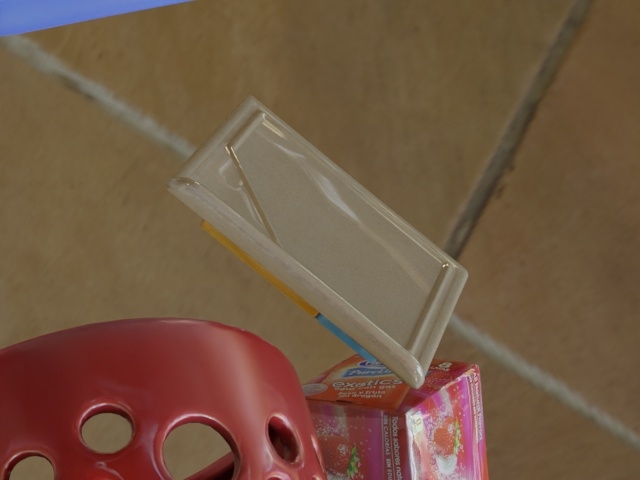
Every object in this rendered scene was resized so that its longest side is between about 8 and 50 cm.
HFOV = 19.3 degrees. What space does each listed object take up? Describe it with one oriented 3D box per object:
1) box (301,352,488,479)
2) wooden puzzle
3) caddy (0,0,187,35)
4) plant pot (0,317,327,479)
[{"bbox_3d":[0.058,0.230,1.509,0.128,0.122,0.257,-25,114,-55],"label":"box"},{"bbox_3d":[0.000,0.000,1.365,0.221,0.044,0.239,39,20,-3],"label":"wooden puzzle"},{"bbox_3d":[-0.121,-0.227,0.832,0.341,0.179,0.241,-14,39,-23],"label":"caddy"},{"bbox_3d":[-0.077,0.149,0.768,0.191,0.191,0.174,-6,57,-23],"label":"plant pot"}]
